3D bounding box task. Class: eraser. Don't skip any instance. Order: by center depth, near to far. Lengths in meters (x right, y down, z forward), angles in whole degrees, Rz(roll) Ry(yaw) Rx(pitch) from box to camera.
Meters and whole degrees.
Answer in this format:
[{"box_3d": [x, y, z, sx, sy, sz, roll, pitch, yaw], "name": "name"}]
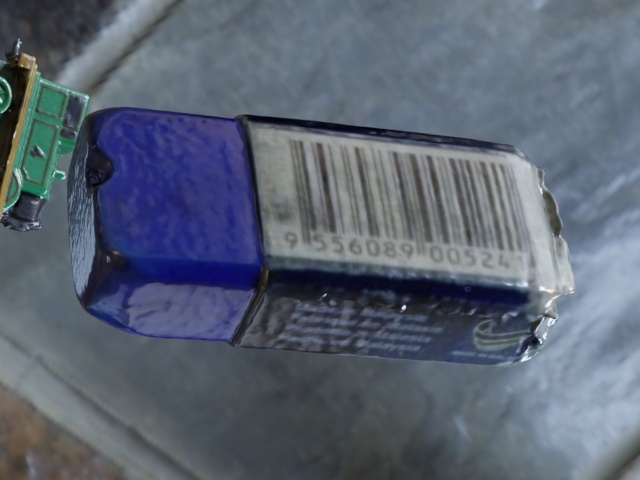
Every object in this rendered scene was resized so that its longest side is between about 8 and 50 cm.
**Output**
[{"box_3d": [0.000, 0.000, 1.267, 0.332, 0.155, 0.101, 4, 141, -18], "name": "eraser"}]

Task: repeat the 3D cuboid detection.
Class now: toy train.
[{"box_3d": [-0.318, -0.096, 1.940, 0.136, 0.091, 0.228, 15, 77, -23], "name": "toy train"}]
